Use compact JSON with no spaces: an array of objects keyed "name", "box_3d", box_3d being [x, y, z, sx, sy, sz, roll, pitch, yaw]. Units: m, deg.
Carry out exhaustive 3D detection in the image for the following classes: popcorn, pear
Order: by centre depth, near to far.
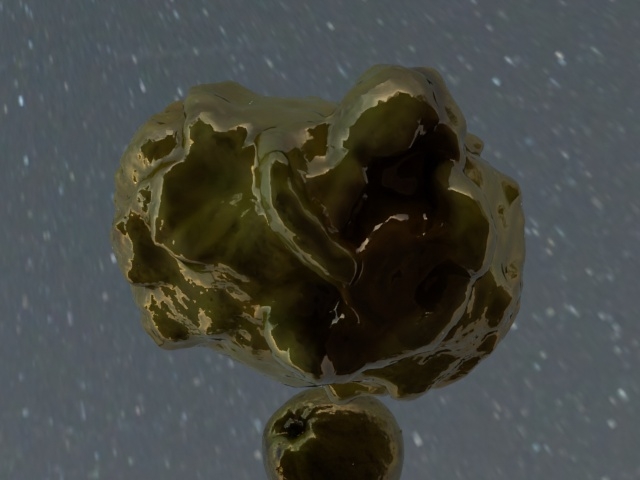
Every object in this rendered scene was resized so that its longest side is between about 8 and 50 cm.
[{"name":"popcorn","box_3d":[0.000,0.000,1.121,0.256,0.255,0.194,18,-108,-13]},{"name":"pear","box_3d":[0.011,0.162,1.460,0.107,0.107,0.131,-40,-36,4]}]
